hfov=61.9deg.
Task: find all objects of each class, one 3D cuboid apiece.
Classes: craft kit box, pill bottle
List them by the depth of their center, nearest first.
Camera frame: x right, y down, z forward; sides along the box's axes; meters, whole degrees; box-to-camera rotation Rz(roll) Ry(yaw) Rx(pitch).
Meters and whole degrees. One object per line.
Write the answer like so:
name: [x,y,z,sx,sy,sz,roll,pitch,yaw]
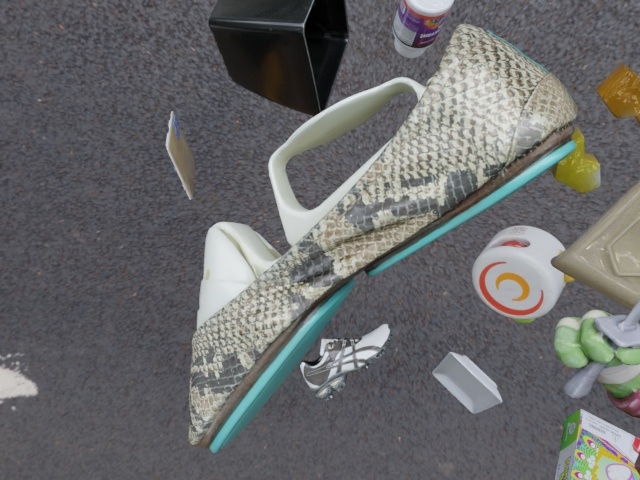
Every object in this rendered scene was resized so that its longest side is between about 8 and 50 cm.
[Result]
craft kit box: [0.416,0.384,0.676,0.250,0.061,0.246,26,55,8]
pill bottle: [0.222,-0.496,1.194,0.108,0.193,0.108,1,77,-3]

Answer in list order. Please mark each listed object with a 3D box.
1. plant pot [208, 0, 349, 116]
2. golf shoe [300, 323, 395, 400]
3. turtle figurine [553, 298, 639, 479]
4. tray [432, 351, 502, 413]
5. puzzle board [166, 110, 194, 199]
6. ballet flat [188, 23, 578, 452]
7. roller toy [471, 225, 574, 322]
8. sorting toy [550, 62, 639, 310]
plant pot: [-0.064,-0.329,0.838,0.167,0.187,0.188,9,65,14]
golf shoe: [0.050,0.210,1.012,0.198,0.077,0.094,-39,86,-5]
turtle figurine: [0.179,0.124,0.229,0.198,0.274,0.266,39,80,8]
tray: [0.341,0.332,1.251,0.030,0.270,0.145,-42,71,-14]
puzzle board: [-0.225,-0.137,0.857,0.011,0.128,0.096,-16,130,1]
ballet flat: [0.000,0.000,0.514,0.483,0.164,0.182,-44,82,19]
roller toy: [0.461,0.068,1.223,0.191,0.146,0.209,40,139,11]
sorting toy: [0.344,-0.020,0.511,0.307,0.041,0.229,27,125,-15]
